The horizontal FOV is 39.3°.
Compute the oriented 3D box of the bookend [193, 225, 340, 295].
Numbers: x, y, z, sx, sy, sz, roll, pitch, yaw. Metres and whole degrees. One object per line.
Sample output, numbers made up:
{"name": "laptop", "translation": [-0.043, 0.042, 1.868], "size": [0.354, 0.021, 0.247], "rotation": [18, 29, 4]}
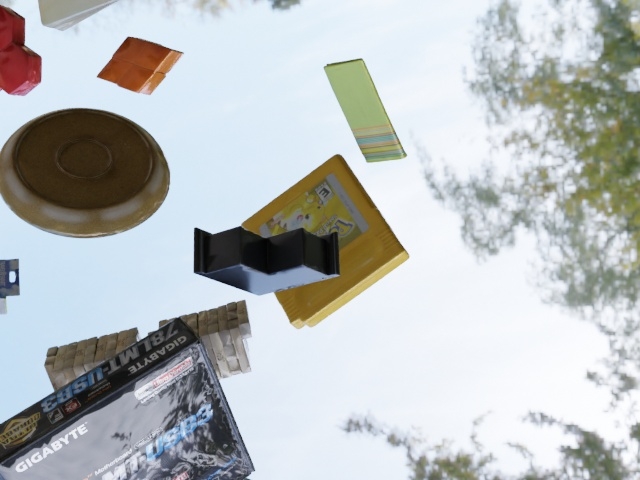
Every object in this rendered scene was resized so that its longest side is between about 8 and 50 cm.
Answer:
{"name": "bookend", "translation": [-0.079, 0.018, 1.328], "size": [0.156, 0.157, 0.072], "rotation": [-16, -114, 32]}

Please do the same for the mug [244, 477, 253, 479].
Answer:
{"name": "mug", "translation": [-0.140, 0.440, 1.475], "size": [0.129, 0.158, 0.097], "rotation": [16, -117, 11]}

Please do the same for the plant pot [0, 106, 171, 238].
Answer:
{"name": "plant pot", "translation": [-0.322, -0.104, 1.226], "size": [0.236, 0.032, 0.236], "rotation": [8, -130, -9]}

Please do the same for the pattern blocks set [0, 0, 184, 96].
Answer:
{"name": "pattern blocks set", "translation": [-0.166, -0.255, 0.711], "size": [0.324, 0.286, 0.026], "rotation": [-2, 180, 27]}

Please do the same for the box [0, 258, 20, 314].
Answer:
{"name": "box", "translation": [-0.582, 0.077, 1.459], "size": [0.178, 0.042, 0.109], "rotation": [-2, -144, -19]}

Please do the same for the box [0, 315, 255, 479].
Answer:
{"name": "box", "translation": [-0.255, 0.289, 1.196], "size": [0.295, 0.293, 0.073], "rotation": [-31, -137, -21]}

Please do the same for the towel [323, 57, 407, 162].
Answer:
{"name": "towel", "translation": [0.093, -0.262, 1.826], "size": [0.102, 0.237, 0.021], "rotation": [-3, -143, 38]}

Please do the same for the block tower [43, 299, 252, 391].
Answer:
{"name": "block tower", "translation": [-0.272, 0.194, 1.470], "size": [0.335, 0.097, 0.091], "rotation": [-15, -155, -3]}

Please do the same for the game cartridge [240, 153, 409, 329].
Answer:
{"name": "game cartridge", "translation": [0.000, 0.000, 1.919], "size": [0.285, 0.053, 0.324], "rotation": [-36, -130, 6]}
